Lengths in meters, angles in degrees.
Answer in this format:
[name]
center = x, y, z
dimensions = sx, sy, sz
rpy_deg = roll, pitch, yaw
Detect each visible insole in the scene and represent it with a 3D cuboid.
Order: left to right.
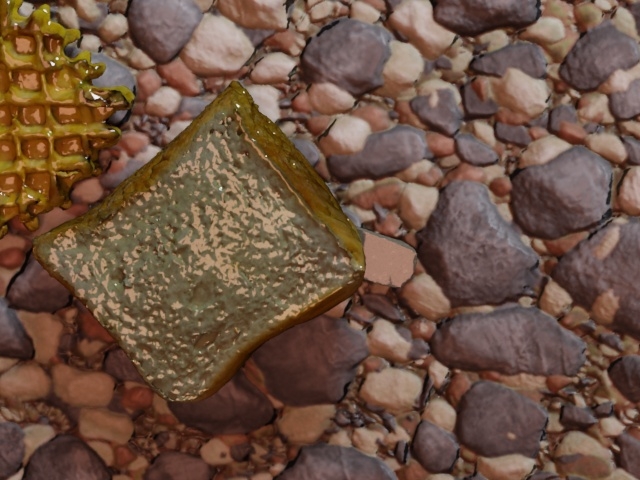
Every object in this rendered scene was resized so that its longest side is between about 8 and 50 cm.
[insole]
center = 0.000, 0.000, 1.413
dimensions = 0.192, 0.010, 0.063
rpy_deg = 16, 104, -3

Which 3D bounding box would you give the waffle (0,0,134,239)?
[waffle]
center = -0.309, -0.116, 1.365
dimensions = 0.228, 0.051, 0.231
rpy_deg = 38, 103, -12

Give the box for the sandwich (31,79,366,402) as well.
[sandwich]
center = -0.107, 0.013, 1.370
dimensions = 0.251, 0.087, 0.226
rpy_deg = -37, 102, 14
